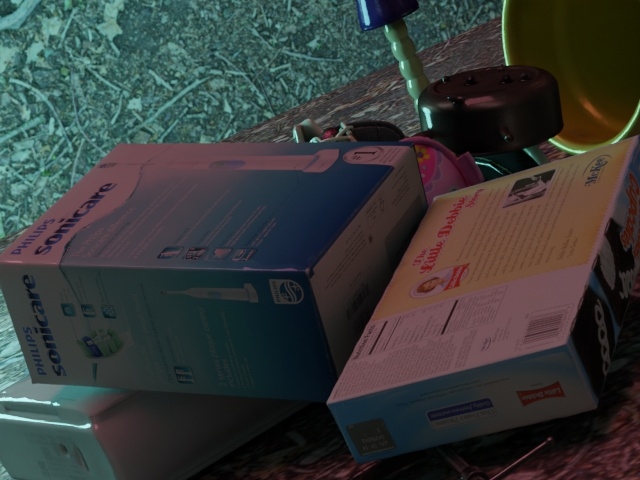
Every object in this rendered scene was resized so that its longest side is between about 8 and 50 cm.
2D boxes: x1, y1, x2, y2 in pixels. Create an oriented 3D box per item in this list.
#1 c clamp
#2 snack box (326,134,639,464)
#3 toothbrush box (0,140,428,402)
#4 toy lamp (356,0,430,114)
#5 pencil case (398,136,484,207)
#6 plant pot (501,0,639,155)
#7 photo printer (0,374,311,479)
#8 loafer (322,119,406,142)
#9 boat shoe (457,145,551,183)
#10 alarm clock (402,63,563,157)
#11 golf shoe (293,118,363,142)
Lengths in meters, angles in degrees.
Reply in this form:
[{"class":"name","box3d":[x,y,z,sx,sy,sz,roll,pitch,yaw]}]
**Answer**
[{"class":"c clamp","box3d":[0.077,0.163,1.336,0.137,0.022,0.161,-31,13,-11]},{"class":"snack box","box3d":[0.138,0.037,1.448,0.187,0.060,0.322,-16,22,27]},{"class":"toothbrush box","box3d":[-0.082,0.019,1.594,0.295,0.126,0.216,2,31,27]},{"class":"toy lamp","box3d":[0.115,-0.206,2.393,0.080,0.274,0.080,-24,10,5]},{"class":"pencil case","box3d":[0.052,-0.006,1.798,0.124,0.124,0.284,-29,-4,-24]},{"class":"plant pot","box3d":[0.365,-0.233,2.119,0.239,0.254,0.254,-12,3,-32]},{"class":"photo printer","box3d":[-0.116,0.119,1.728,0.307,0.107,0.256,-30,14,-30]},{"class":"loafer","box3d":[-0.030,-0.067,2.511,0.302,0.109,0.095,-29,7,-12]},{"class":"boat shoe","box3d":[0.136,-0.031,1.887,0.113,0.127,0.340,-32,14,-14]},{"class":"alarm clock","box3d":[0.162,-0.127,1.786,0.129,0.064,0.192,0,16,29]},{"class":"golf shoe","box3d":[0.032,-0.075,2.333,0.105,0.120,0.273,-26,17,-20]}]
